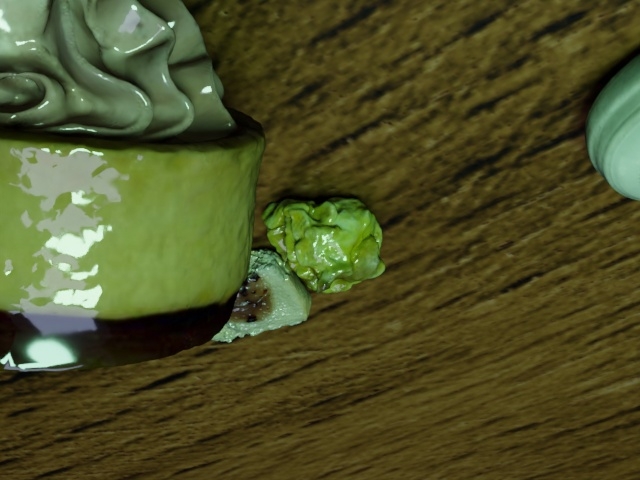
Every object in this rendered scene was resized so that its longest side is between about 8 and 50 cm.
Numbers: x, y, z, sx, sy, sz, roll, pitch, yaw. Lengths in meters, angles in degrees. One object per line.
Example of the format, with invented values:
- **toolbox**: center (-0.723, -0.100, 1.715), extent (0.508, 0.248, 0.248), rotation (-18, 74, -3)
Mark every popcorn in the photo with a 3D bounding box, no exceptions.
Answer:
- **popcorn**: center (0.001, 0.002, 0.727), extent (0.083, 0.068, 0.060), rotation (12, 102, 28)

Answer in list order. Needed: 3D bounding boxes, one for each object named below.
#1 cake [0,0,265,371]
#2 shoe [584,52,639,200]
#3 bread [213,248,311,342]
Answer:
- **cake**: center (-0.118, -0.056, 0.570), extent (0.185, 0.208, 0.178), rotation (6, 114, -1)
- **shoe**: center (0.293, -0.042, 0.567), extent (0.316, 0.159, 0.124), rotation (-17, 138, 20)
- **bread**: center (-0.052, 0.037, 0.791), extent (0.083, 0.035, 0.070), rotation (-13, 139, 16)
